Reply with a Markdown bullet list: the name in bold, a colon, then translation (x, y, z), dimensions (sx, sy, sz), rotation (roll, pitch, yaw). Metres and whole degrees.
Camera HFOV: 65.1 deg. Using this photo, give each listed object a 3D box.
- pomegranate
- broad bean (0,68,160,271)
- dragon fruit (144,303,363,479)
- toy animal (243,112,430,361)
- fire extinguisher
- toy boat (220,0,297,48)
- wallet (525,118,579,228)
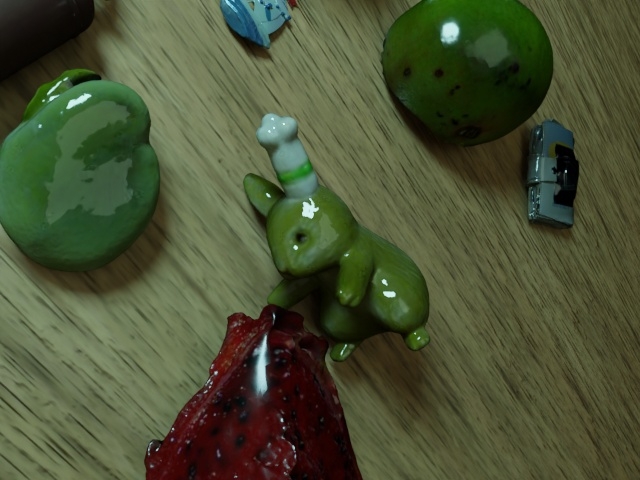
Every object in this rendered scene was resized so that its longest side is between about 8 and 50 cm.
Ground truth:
- **pomegranate**: translation (0.284, -0.355, 0.902), dimensions (0.310, 0.216, 0.358), rotation (14, 75, -29)
- **broad bean**: translation (-0.268, -0.079, 0.564), dimensions (0.170, 0.100, 0.227), rotation (-3, 87, -28)
- **dragon fruit**: translation (-0.085, 0.273, 0.653), dimensions (0.286, 0.228, 0.329), rotation (38, 38, -59)
- **toy animal**: translation (-0.001, 0.019, 0.689), dimensions (0.363, 0.181, 0.180), rotation (41, 54, -25)
- **fire extinguisher**: translation (-0.344, -0.253, 0.529), dimensions (0.138, 0.102, 0.344), rotation (49, 61, -18)
- **toy boat**: translation (-0.088, -0.342, 0.766), dimensions (0.149, 0.034, 0.105), rotation (-18, 91, -47)
- **wallet**: translation (0.527, -0.146, 1.131), dimensions (0.170, 0.069, 0.230), rotation (12, 79, -38)
